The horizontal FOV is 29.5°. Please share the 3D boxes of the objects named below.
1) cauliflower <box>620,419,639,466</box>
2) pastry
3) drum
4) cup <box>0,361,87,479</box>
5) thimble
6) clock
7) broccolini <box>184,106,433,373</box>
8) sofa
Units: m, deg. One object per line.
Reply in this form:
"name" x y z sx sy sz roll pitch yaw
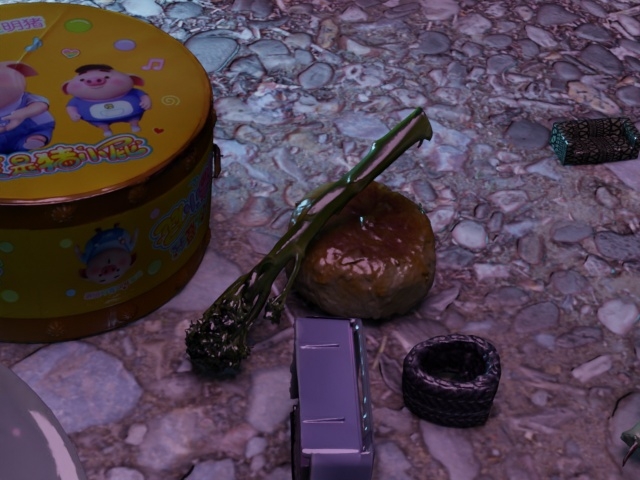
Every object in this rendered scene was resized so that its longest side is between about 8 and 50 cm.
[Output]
"cauliflower" 0.437 0.139 1.307 0.315 0.239 0.256 -47 42 -5
"pastry" 0.050 0.007 1.465 0.182 0.093 0.192 9 41 1
"drum" -0.331 -0.092 1.450 0.431 0.214 0.431 4 40 -3
"cup" -0.382 0.247 1.033 0.347 0.163 0.347 31 34 -24
"thimble" 0.143 0.149 1.329 0.104 0.066 0.095 16 44 13
"clock" 0.008 0.185 1.211 0.073 0.144 0.193 2 41 -4
"broccolini" 0.000 0.001 1.373 0.392 0.074 0.079 -43 17 -10
"sofa" 0.390 -0.142 1.716 0.118 0.039 0.060 -6 42 -12
